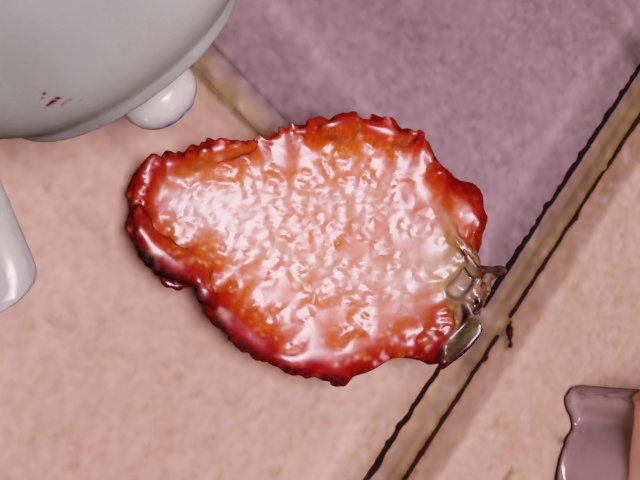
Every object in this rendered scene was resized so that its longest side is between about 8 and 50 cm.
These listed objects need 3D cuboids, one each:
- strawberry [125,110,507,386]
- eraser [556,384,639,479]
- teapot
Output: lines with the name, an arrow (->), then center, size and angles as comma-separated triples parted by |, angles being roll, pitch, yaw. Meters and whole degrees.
strawberry -> -0.001, -0.001, 0.561 | 0.152, 0.048, 0.104 | 17, 86, -16
eraser -> 0.218, 0.137, 0.545 | 0.087, 0.290, 0.171 | -13, 96, -31
teapot -> -0.082, -0.094, 0.461 | 0.159, 0.159, 0.232 | 42, 48, -24
